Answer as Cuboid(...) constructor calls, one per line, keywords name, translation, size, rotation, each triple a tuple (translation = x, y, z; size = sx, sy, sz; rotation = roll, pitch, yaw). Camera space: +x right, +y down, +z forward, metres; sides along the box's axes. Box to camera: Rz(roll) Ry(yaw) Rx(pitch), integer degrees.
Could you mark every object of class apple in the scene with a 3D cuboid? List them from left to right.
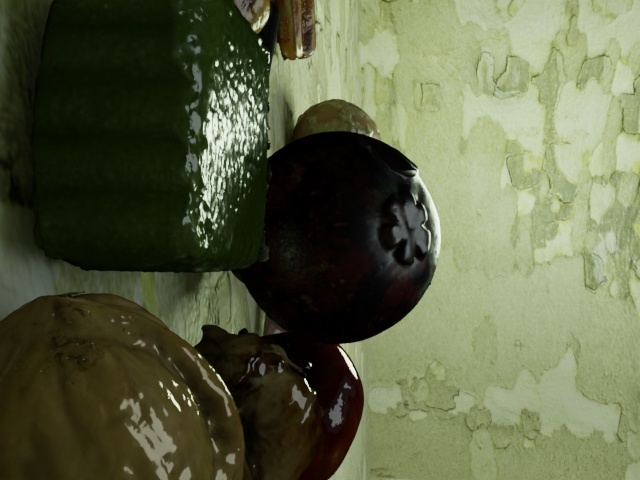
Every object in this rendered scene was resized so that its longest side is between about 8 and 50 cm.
Cuboid(name="apple", translation=(-0.053, 0.243, 0.936), size=(0.234, 0.233, 0.234), rotation=(0, 90, -80))

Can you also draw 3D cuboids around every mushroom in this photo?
Cuboid(name="mushroom", translation=(-0.108, 0.223, 0.666), size=(0.263, 0.195, 0.283), rotation=(-60, 167, -85))

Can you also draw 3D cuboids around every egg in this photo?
Cuboid(name="egg", translation=(0.037, -0.202, 1.476), size=(0.245, 0.203, 0.203), rotation=(70, 22, -60))

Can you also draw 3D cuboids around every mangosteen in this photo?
Cuboid(name="mangosteen", translation=(0.011, -0.007, 0.909), size=(0.311, 0.311, 0.311), rotation=(0, 90, -80))

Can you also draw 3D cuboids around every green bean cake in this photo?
Cuboid(name="green bean cake", translation=(-0.139, -0.093, 0.595), size=(0.250, 0.156, 0.247), rotation=(11, 81, -80))

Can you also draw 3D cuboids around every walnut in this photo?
Cuboid(name="walnut", translation=(-0.151, 0.145, 0.447), size=(0.198, 0.198, 0.245), rotation=(-69, 154, -63))

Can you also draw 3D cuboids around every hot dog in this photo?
Cuboid(name="hot dog", translation=(-0.057, -0.484, 1.318), size=(0.104, 0.076, 0.250), rotation=(-14, 101, -60))

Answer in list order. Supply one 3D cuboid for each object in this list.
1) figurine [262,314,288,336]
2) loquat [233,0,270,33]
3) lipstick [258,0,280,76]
Cuboid(name="figurine", translation=(-0.048, 0.081, 1.243), size=(0.186, 0.176, 0.288), rotation=(13, -94, 59))
Cuboid(name="loquat", translation=(-0.122, -0.313, 0.828), size=(0.137, 0.113, 0.137), rotation=(-5, 90, -66))
Cuboid(name="lipstick", translation=(-0.120, -0.189, 0.933), size=(0.077, 0.077, 0.419), rotation=(76, 19, -55))
